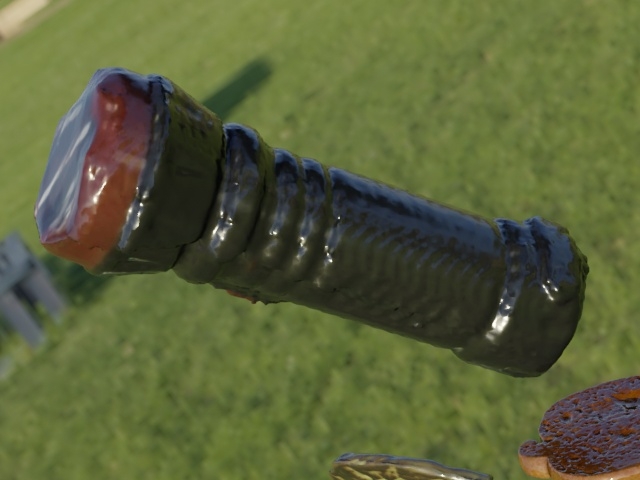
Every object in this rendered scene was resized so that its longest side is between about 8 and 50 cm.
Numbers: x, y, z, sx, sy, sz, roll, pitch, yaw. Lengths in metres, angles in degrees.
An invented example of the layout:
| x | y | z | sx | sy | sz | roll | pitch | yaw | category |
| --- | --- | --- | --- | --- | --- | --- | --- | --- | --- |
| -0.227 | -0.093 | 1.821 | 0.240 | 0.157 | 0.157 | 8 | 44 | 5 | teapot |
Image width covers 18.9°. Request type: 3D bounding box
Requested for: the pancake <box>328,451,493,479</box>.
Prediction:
| x | y | z | sx | sy | sz | roll | pitch | yaw | category |
| --- | --- | --- | --- | --- | --- | --- | --- | --- | --- |
| 0.092 | 0.197 | 1.442 | 0.190 | 0.184 | 0.020 | -24 | 43 | 62 | pancake |

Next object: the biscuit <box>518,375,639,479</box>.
| x | y | z | sx | sy | sz | roll | pitch | yaw | category |
| --- | --- | --- | --- | --- | --- | --- | --- | --- | --- |
| 0.123 | 0.085 | 0.819 | 0.078 | 0.015 | 0.091 | -18 | 17 | 9 | biscuit |

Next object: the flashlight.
| x | y | z | sx | sy | sz | roll | pitch | yaw | category |
| --- | --- | --- | --- | --- | --- | --- | --- | --- | --- |
| 0.000 | 0.000 | 0.815 | 0.093 | 0.232 | 0.093 | -54 | 26 | 41 | flashlight |
